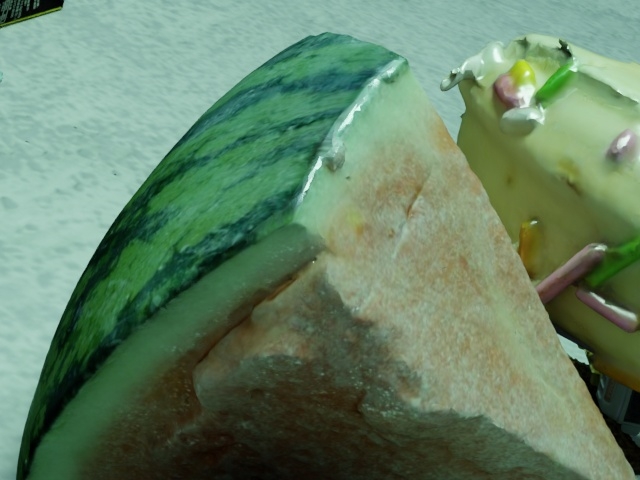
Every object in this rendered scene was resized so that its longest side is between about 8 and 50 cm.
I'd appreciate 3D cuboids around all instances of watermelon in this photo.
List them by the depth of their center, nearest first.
[{"bbox_3d":[0.018,0.017,0.885,0.292,0.283,0.250,13,60,-21],"label":"watermelon"}]

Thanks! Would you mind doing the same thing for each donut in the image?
[{"bbox_3d":[0.255,-0.003,0.954,0.307,0.150,0.371,34,25,32],"label":"donut"}]

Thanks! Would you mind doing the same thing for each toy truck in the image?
[{"bbox_3d":[0.182,0.068,1.030,0.063,0.052,0.123,12,19,-3],"label":"toy truck"}]

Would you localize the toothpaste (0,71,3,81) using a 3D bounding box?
[{"bbox_3d":[-0.259,-0.057,1.132,0.074,0.048,0.297,12,26,-6],"label":"toothpaste"}]

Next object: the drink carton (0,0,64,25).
[{"bbox_3d":[-0.264,-0.196,1.349,0.071,0.056,0.165,33,32,19],"label":"drink carton"}]

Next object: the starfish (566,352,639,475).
[{"bbox_3d":[0.126,0.085,1.089,0.213,0.057,0.238,9,28,-6],"label":"starfish"}]
